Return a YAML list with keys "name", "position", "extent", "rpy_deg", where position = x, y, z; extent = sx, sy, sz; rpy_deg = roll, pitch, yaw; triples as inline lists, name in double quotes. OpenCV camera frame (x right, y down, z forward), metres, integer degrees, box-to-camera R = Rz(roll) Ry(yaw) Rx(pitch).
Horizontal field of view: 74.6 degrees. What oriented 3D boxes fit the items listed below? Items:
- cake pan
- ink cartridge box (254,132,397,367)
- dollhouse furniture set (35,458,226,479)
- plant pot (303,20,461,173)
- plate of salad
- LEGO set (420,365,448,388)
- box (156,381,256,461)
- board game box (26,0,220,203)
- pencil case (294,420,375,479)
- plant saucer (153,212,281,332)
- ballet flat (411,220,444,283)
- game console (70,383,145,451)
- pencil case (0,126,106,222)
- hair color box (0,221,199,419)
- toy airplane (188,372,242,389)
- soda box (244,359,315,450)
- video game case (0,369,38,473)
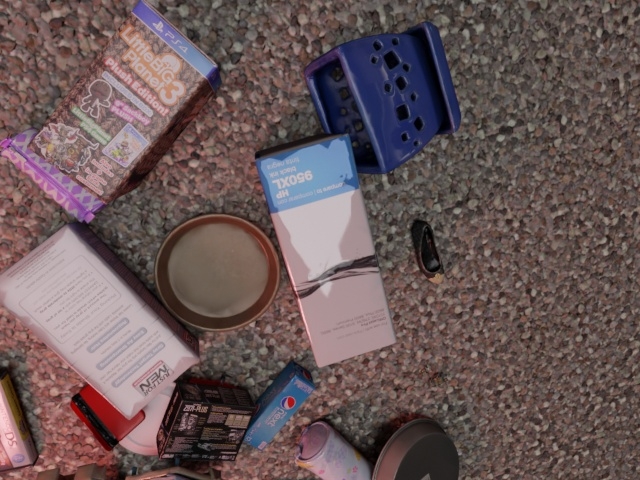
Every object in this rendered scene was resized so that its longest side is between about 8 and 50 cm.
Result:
- name: "cake pan"
  position: [0.261, 0.625, 1.106]
  extent: [0.292, 0.054, 0.294]
  rpy_deg: [-2, 93, -32]
- name: "ink cartridge box"
  position: [0.000, 0.000, 0.844]
  extent: [0.166, 0.285, 0.396]
  rpy_deg: [-17, 105, -4]
- name: "dollhouse furniture set"
  position: [-0.386, 0.590, 0.882]
  extent: [0.303, 0.198, 0.287]
  rpy_deg: [-15, 141, 7]
- name: "plant pot"
  position: [0.126, -0.281, 0.833]
  extent: [0.212, 0.236, 0.236]
  rpy_deg: [-26, 107, -10]
- name: "plate of salad"
  position: [-0.394, 0.414, 0.996]
  extent: [0.199, 0.048, 0.200]
  rpy_deg: [-2, 102, -10]
- name: "LEGO set"
  position: [0.306, 0.368, 1.131]
  extent: [0.054, 0.023, 0.083]
  rpy_deg: [-37, 94, -2]
- name: "box"
  position: [-0.263, 0.418, 0.967]
  extent: [0.180, 0.077, 0.148]
  rpy_deg: [18, 97, -30]
- name: "board game box"
  position: [-0.326, -0.235, 0.756]
  extent: [0.141, 0.232, 0.291]
  rpy_deg: [39, 94, -17]
- name: "pencil case"
  position: [0.057, 0.594, 1.088]
  extent: [0.124, 0.113, 0.273]
  rpy_deg: [-47, 108, -11]
- name: "plant saucer"
  position: [-0.228, 0.073, 0.949]
  extent: [0.277, 0.041, 0.278]
  rpy_deg: [-2, 104, -9]
- name: "ballet flat"
  position: [0.263, 0.033, 1.023]
  extent: [0.057, 0.049, 0.173]
  rpy_deg: [-24, 107, -3]
- name: "game console"
  position: [-0.485, 0.388, 0.956]
  extent: [0.144, 0.085, 0.124]
  rpy_deg: [48, 136, 4]
- name: "pencil case"
  position: [-0.513, -0.126, 0.823]
  extent: [0.086, 0.088, 0.206]
  rpy_deg: [-45, 108, 1]
- name: "hair color box"
  position: [-0.446, 0.162, 0.872]
  extent: [0.185, 0.113, 0.375]
  rpy_deg: [-41, 104, -9]
- name: "toy airplane"
  position: [-0.259, 0.390, 1.026]
  extent: [0.151, 0.028, 0.151]
  rpy_deg: [-3, 104, -11]
- name: "soda box"
  position: [-0.107, 0.405, 1.035]
  extent: [0.067, 0.071, 0.210]
  rpy_deg: [39, 94, -18]
- name: "video game case"
  position: [-0.801, 0.418, 0.916]
  extent: [0.274, 0.035, 0.249]
  rpy_deg: [-7, 110, -10]
